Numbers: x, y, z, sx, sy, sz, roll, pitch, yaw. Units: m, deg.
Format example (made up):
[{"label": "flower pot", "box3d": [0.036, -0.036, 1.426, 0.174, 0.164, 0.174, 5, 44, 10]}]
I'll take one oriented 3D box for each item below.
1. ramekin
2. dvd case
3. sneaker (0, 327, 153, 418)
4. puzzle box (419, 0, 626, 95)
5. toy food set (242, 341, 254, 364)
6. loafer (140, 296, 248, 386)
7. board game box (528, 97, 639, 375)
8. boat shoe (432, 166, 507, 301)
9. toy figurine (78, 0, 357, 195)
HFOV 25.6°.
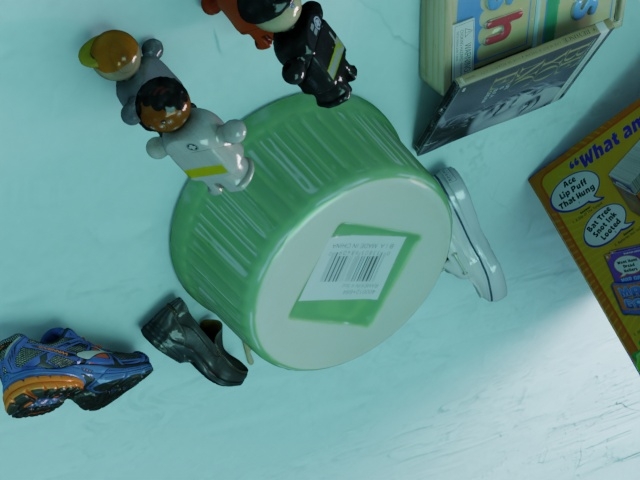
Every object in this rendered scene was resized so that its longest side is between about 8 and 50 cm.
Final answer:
[{"label": "ramekin", "box3d": [0.000, 0.000, 1.564, 0.303, 0.148, 0.303, -22, 135, -23]}, {"label": "dvd case", "box3d": [0.224, -0.177, 1.641, 0.221, 0.018, 0.164, -23, 163, -23]}, {"label": "sneaker", "box3d": [-0.262, 0.132, 1.519, 0.083, 0.087, 0.221, -34, 162, 24]}, {"label": "puzzle box", "box3d": [0.234, -0.371, 1.510, 0.272, 0.052, 0.409, -24, 136, -23]}, {"label": "toy food set", "box3d": [-0.037, 0.112, 1.730, 0.122, 0.019, 0.078, -29, 138, -17]}, {"label": "loafer", "box3d": [-0.132, 0.121, 1.631, 0.061, 0.062, 0.170, -51, 141, 2]}, {"label": "board game box", "box3d": [0.555, 0.010, 1.802, 0.356, 0.356, 0.356, -37, 142, 18]}, {"label": "boat shoe", "box3d": [0.168, 0.002, 1.771, 0.076, 0.083, 0.226, -28, 127, 0]}, {"label": "toy figurine", "box3d": [-0.098, -0.170, 1.294, 0.209, 0.213, 0.148, -41, 131, 1]}]
